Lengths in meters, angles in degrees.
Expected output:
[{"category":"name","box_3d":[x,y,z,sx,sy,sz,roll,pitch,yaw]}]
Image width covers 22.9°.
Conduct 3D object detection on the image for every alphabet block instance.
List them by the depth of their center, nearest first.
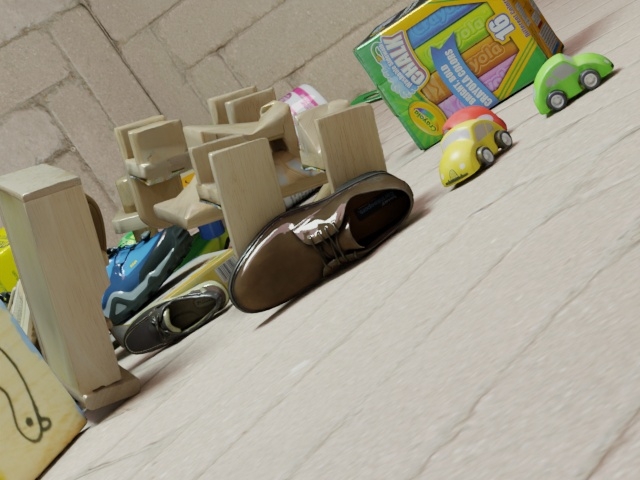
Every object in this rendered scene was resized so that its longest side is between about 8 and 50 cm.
[{"category":"alphabet block","box_3d":[-0.406,0.204,1.705,0.193,0.192,0.197,-33,7,22]}]

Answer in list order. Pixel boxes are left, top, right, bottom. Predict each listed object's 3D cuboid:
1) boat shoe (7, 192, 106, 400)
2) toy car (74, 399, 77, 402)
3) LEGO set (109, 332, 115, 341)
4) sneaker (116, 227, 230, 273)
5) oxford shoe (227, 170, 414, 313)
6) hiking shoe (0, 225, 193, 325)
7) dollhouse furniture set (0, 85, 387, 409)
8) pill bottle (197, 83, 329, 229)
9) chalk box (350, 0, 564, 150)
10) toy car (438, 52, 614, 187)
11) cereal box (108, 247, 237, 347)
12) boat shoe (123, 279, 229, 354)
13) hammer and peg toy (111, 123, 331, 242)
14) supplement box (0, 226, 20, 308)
[{"category":"boat shoe","box_3d":[-0.345,0.084,1.957,0.098,0.302,0.109,-3,-16,45]},{"category":"toy car","box_3d":[-0.468,0.164,2.063,0.219,0.238,0.210,-34,7,-5]},{"category":"LEGO set","box_3d":[-0.413,0.197,2.359,0.244,0.060,0.182,-37,3,-18]},{"category":"sneaker","box_3d":[-0.256,0.037,2.439,0.295,0.123,0.109,-27,9,42]},{"category":"oxford shoe","box_3d":[0.000,0.000,1.664,0.227,0.083,0.096,-37,13,-7]},{"category":"hiking shoe","box_3d":[-0.310,0.053,2.151,0.304,0.132,0.113,-36,8,23]},{"category":"dollhouse furniture set","box_3d":[-0.149,-0.001,1.856,0.394,0.256,0.362,-19,16,-21]},{"category":"pill bottle","box_3d":[-0.094,-0.118,2.601,0.283,0.160,0.160,-36,7,-9]},{"category":"chalk box","box_3d":[0.171,-0.253,2.224,0.289,0.179,0.180,-33,8,21]},{"category":"toy car","box_3d":[0.223,-0.152,1.774,0.225,0.053,0.239,-33,7,11]},{"category":"cereal box","box_3d":[-0.197,0.081,2.163,0.173,0.047,0.240,-38,7,-15]},{"category":"boat shoe","box_3d":[-0.186,0.097,1.964,0.152,0.056,0.049,-33,2,13]},{"category":"hammer and peg toy","box_3d":[-0.116,-0.099,2.325,0.361,0.127,0.266,-14,17,12]},{"category":"supplement box","box_3d":[-0.481,0.118,2.324,0.356,0.195,0.194,-37,16,-22]}]
